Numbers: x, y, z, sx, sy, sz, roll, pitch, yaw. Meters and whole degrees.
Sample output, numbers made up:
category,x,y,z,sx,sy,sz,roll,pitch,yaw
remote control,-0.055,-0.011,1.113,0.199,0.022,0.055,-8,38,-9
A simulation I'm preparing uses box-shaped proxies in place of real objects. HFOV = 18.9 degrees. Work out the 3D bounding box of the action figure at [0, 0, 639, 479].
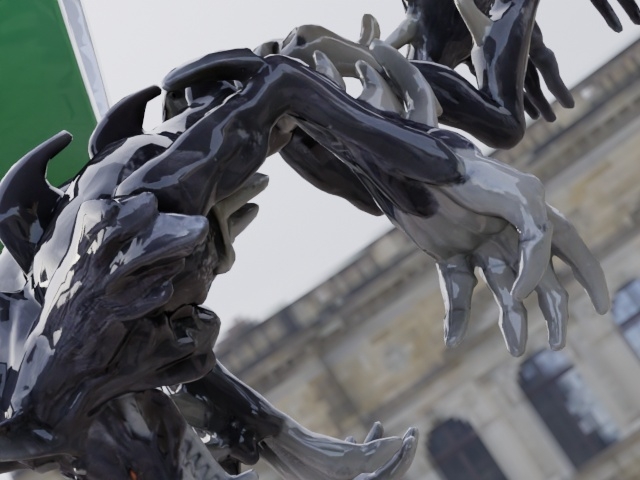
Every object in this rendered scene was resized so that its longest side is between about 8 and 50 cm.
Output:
category,x,y,z,sx,sy,sz,roll,pitch,yaw
action figure,0.000,0.000,0.529,0.276,0.141,0.164,-46,3,-33

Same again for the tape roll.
category,x,y,z,sx,sy,sz,roll,pitch,yaw
tape roll,-0.165,-0.135,0.947,0.077,0.321,0.321,-17,-18,-3
